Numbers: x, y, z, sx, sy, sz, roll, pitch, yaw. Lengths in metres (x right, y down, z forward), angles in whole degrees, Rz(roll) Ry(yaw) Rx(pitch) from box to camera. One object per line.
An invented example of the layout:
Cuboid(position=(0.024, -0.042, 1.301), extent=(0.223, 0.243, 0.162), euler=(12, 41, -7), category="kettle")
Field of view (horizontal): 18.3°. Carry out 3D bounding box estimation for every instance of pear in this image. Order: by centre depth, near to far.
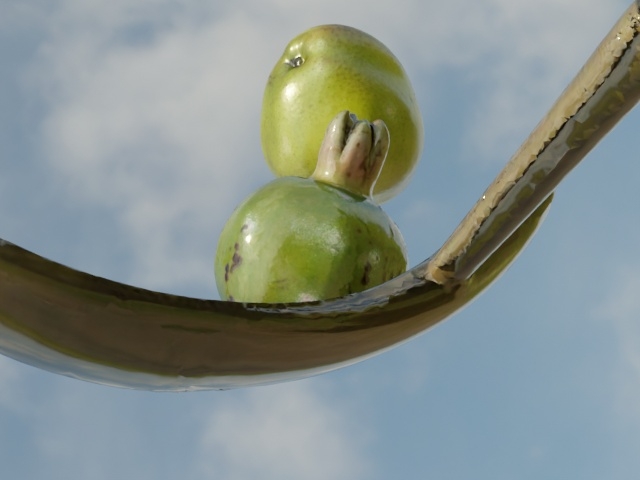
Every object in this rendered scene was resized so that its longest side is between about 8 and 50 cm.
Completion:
Cuboid(position=(0.008, -0.062, 1.006), extent=(0.092, 0.092, 0.097), euler=(-27, -76, -35), category="pear")

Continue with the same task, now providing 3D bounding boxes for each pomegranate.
Cuboid(position=(0.000, 0.002, 0.698), extent=(0.084, 0.073, 0.073), euler=(-63, -32, -26), category="pomegranate")

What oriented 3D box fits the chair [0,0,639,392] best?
Cuboid(position=(0.001, -0.116, 0.354), extent=(0.188, 0.166, 0.272), euler=(14, -45, -15), category="chair")
